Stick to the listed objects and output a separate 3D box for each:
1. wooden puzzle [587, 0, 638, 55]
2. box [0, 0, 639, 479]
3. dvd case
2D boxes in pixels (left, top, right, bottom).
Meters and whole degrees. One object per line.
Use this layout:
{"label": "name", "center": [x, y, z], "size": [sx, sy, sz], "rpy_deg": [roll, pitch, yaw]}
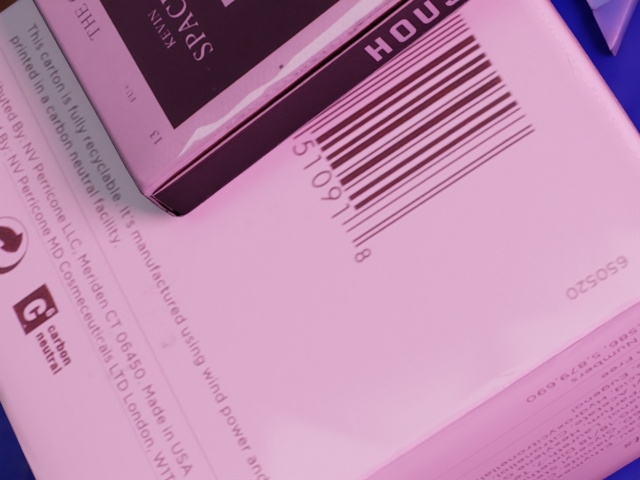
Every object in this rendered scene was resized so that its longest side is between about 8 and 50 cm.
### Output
{"label": "wooden puzzle", "center": [0.139, -0.074, 0.578], "size": [0.116, 0.014, 0.078], "rpy_deg": [-19, 67, 15]}
{"label": "box", "center": [0.000, 0.000, 0.546], "size": [0.182, 0.119, 0.181], "rpy_deg": [-34, 63, 8]}
{"label": "dvd case", "center": [0.013, -0.144, 0.498], "size": [0.239, 0.029, 0.179], "rpy_deg": [-36, 63, 10]}
